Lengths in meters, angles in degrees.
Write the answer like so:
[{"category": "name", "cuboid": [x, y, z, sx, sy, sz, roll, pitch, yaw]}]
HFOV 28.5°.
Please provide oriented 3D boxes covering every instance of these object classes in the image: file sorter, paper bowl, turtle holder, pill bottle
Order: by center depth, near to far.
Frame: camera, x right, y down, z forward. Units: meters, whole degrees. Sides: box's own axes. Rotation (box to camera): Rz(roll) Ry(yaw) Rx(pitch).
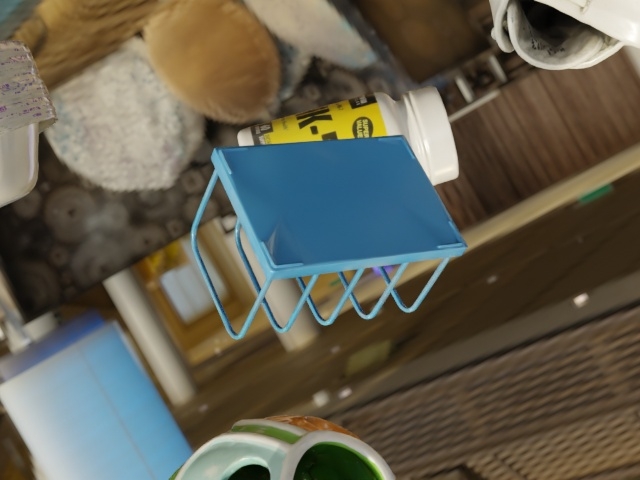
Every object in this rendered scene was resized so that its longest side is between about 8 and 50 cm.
[{"category": "file sorter", "cuboid": [0.000, 0.000, 0.977, 0.170, 0.118, 0.104, -6, 143, -30]}, {"category": "turtle holder", "cuboid": [-0.047, 0.303, 1.158, 0.320, 0.243, 0.227, -49, -178, -42]}, {"category": "paper bowl", "cuboid": [-0.399, -0.082, 1.261, 0.284, 0.148, 0.284, -21, -174, 2]}, {"category": "pill bottle", "cuboid": [0.029, -0.084, 1.298, 0.208, 0.119, 0.119, -16, -178, -1]}]

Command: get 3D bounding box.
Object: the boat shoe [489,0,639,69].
[{"category": "boat shoe", "cuboid": [0.126, -0.130, 0.645, 0.267, 0.096, 0.088, -144, -107, -73]}]
